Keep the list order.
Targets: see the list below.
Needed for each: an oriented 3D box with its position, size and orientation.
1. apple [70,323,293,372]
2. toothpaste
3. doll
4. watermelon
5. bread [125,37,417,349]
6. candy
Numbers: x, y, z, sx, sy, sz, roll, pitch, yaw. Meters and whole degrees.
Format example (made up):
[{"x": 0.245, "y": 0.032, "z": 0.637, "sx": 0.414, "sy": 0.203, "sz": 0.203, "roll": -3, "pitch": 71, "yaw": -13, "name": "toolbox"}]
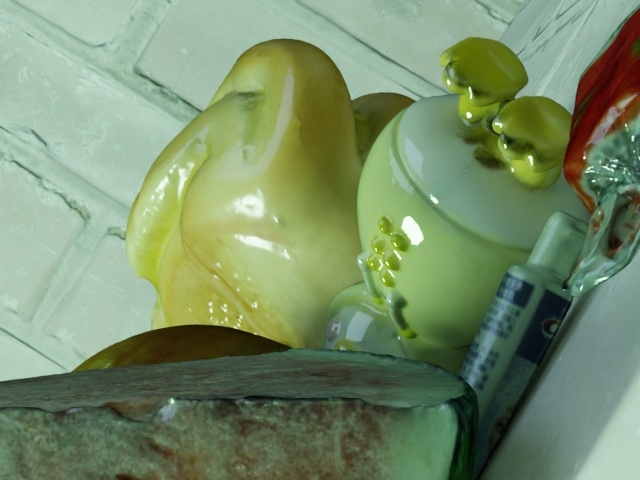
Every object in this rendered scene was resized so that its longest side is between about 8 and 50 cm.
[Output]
[{"x": -0.077, "y": 0.155, "z": 1.013, "sx": 0.207, "sy": 0.237, "sz": 0.237, "roll": -50, "pitch": -4, "yaw": -36, "name": "apple"}, {"x": 0.080, "y": 0.084, "z": 0.840, "sx": 0.216, "sy": 0.037, "sz": 0.062, "roll": -63, "pitch": 7, "yaw": -2, "name": "toothpaste"}, {"x": 0.063, "y": 0.024, "z": 0.957, "sx": 0.117, "sy": 0.141, "sz": 0.296, "roll": -14, "pitch": -39, "yaw": -44, "name": "doll"}, {"x": -0.078, "y": 0.151, "z": 0.796, "sx": 0.283, "sy": 0.293, "sz": 0.250, "roll": -63, "pitch": -19, "yaw": -5, "name": "watermelon"}, {"x": 0.000, "y": 0.000, "z": 1.211, "sx": 0.211, "sy": 0.270, "sz": 0.315, "roll": -39, "pitch": -8, "yaw": -37, "name": "bread"}, {"x": 0.156, "y": -0.060, "z": 0.788, "sx": 0.086, "sy": 0.059, "sz": 0.292, "roll": -56, "pitch": 3, "yaw": 29, "name": "candy"}]
